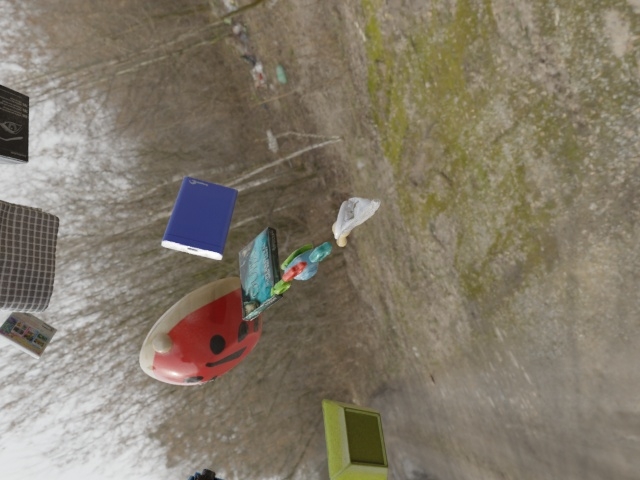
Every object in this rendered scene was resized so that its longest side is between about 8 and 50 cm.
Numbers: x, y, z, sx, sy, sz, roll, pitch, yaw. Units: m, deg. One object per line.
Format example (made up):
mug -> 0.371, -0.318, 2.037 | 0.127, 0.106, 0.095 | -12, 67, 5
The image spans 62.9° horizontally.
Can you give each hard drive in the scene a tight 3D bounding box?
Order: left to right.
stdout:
hard drive -> -0.433, -0.088, 1.915 | 0.040, 0.210, 0.319 | 116, 164, -48

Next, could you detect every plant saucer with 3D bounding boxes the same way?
plant saucer -> 0.095, 0.483, 1.268 | 0.188, 0.045, 0.188 | 24, -134, -37

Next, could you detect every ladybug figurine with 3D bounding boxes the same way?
ladybug figurine -> -0.277, 0.243, 1.334 | 0.161, 0.305, 0.449 | 38, -169, 13

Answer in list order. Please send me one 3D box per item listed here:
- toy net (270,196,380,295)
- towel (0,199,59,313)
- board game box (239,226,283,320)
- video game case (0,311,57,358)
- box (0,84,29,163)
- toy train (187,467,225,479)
toy net -> 0.000, 0.000, 0.822 | 0.045, 0.122, 0.232 | 53, 127, 14
towel -> -0.790, 0.037, 1.314 | 0.235, 0.121, 0.284 | 18, -106, -61
board game box -> -0.142, 0.077, 1.214 | 0.026, 0.126, 0.186 | 22, -136, -36
video game case -> -0.993, 0.310, 1.773 | 0.157, 0.019, 0.143 | 40, -158, -21
box -> -0.928, -0.331, 1.494 | 0.153, 0.108, 0.207 | 16, -106, -81
toy train -> -0.235, 0.522, 0.968 | 0.105, 0.080, 0.184 | 93, -169, -50
